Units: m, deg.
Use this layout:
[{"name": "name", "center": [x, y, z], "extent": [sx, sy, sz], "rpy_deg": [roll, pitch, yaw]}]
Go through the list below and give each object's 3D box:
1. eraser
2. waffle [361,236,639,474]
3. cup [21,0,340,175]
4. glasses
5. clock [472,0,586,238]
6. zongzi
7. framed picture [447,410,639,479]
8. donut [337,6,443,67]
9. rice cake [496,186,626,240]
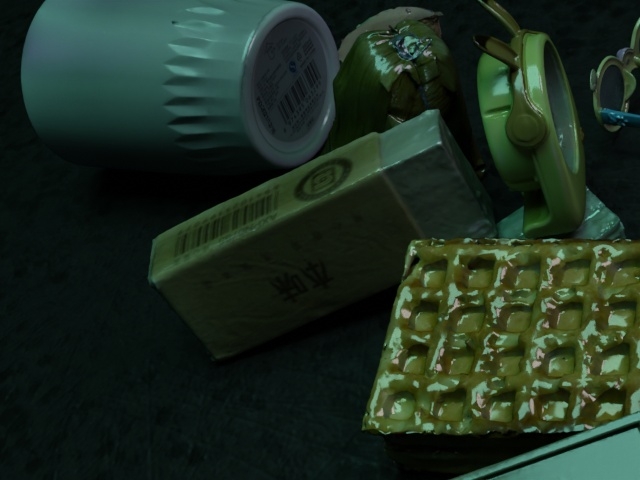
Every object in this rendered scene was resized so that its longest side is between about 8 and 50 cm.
[{"name": "eraser", "center": [0.000, 0.000, 1.342], "extent": [0.343, 0.144, 0.078], "rpy_deg": [-25, 33, 17]}, {"name": "waffle", "center": [0.207, 0.104, 1.144], "extent": [0.307, 0.091, 0.213], "rpy_deg": [-2, 55, 29]}, {"name": "cup", "center": [-0.178, -0.209, 1.658], "extent": [0.371, 0.253, 0.253], "rpy_deg": [7, 48, 35]}, {"name": "glasses", "center": [0.421, -0.159, 1.414], "extent": [0.220, 0.088, 0.190], "rpy_deg": [29, 60, 26]}, {"name": "clock", "center": [0.202, -0.131, 1.274], "extent": [0.069, 0.232, 0.170], "rpy_deg": [-12, 38, 21]}, {"name": "zongzi", "center": [0.033, -0.096, 1.397], "extent": [0.274, 0.251, 0.125], "rpy_deg": [-30, 57, -2]}, {"name": "framed picture", "center": [0.197, 0.266, 0.960], "extent": [0.189, 0.023, 0.260], "rpy_deg": [-25, 51, 13]}, {"name": "donut", "center": [0.078, -0.244, 1.701], "extent": [0.166, 0.065, 0.117], "rpy_deg": [-43, 41, -24]}, {"name": "rice cake", "center": [0.200, 0.019, 1.322], "extent": [0.211, 0.038, 0.124], "rpy_deg": [-29, 36, -2]}]
